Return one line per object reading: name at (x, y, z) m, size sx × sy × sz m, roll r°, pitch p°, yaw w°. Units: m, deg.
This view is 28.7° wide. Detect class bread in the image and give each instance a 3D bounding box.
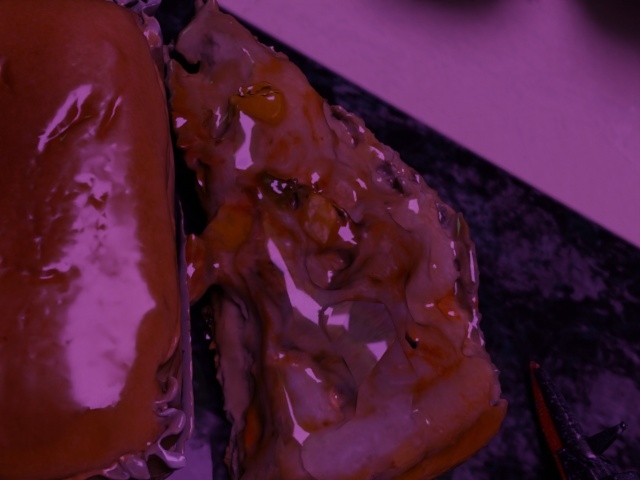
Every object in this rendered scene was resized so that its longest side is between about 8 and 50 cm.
bread at (-0.133, 0.000, 0.586) m, size 0.136 × 0.107 × 0.241 m, roll -4°, pitch 70°, yaw -2°

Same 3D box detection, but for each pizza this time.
pizza at (0.000, 0.000, 0.683) m, size 0.189 × 0.071 × 0.297 m, roll -7°, pitch 72°, yaw -25°

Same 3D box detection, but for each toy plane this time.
toy plane at (0.164, 0.150, 0.697) m, size 0.130 × 0.061 × 0.189 m, roll 4°, pitch 63°, yaw -47°
